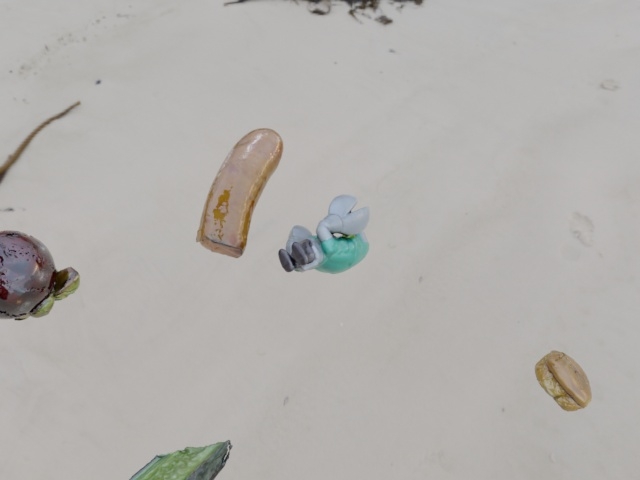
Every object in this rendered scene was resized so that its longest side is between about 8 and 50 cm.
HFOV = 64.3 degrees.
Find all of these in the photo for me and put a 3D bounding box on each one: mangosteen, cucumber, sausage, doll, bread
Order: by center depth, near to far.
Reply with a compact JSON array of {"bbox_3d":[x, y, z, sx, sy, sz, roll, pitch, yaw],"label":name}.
[{"bbox_3d":[-0.162,0.237,0.398,0.071,0.046,0.220,0,21,33],"label":"cucumber"},{"bbox_3d":[0.318,0.182,0.665,0.083,0.046,0.081,22,32,-42],"label":"bread"},{"bbox_3d":[-0.531,0.070,0.894,0.166,0.180,0.166,-24,46,28],"label":"mangosteen"},{"bbox_3d":[-0.152,-0.101,0.977,0.109,0.109,0.270,16,70,16],"label":"sausage"},{"bbox_3d":[0.019,-0.007,1.055,0.195,0.258,0.153,-20,85,5],"label":"doll"}]
